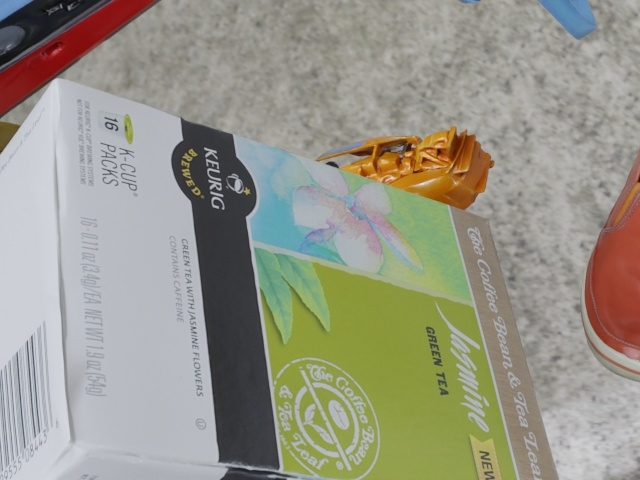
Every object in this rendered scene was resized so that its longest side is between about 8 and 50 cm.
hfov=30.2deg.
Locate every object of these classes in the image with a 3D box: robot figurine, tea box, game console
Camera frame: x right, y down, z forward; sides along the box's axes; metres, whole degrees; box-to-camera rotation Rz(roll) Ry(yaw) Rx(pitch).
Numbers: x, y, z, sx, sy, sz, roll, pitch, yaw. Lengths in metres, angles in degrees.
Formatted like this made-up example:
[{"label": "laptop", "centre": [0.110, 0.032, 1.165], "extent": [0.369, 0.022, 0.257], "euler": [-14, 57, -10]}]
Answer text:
[{"label": "robot figurine", "centre": [0.000, 0.000, 1.005], "extent": [0.291, 0.085, 0.211], "euler": [-12, 50, 33]}, {"label": "tea box", "centre": [-0.088, 0.119, 0.741], "extent": [0.329, 0.323, 0.220], "euler": [-42, 47, 39]}, {"label": "game console", "centre": [-0.313, -0.260, 1.184], "extent": [0.342, 0.060, 0.386], "euler": [-39, 41, -9]}]

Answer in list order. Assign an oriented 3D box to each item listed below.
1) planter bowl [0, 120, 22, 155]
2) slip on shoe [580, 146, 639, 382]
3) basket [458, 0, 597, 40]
[{"label": "planter bowl", "centre": [-0.339, -0.059, 1.419], "extent": [0.217, 0.217, 0.090], "euler": [35, 108, 39]}, {"label": "slip on shoe", "centre": [0.325, -0.010, 1.121], "extent": [0.123, 0.101, 0.331], "euler": [16, 54, 16]}, {"label": "basket", "centre": [0.200, -0.373, 1.320], "extent": [0.201, 0.289, 0.255], "euler": [-31, 54, 24]}]
